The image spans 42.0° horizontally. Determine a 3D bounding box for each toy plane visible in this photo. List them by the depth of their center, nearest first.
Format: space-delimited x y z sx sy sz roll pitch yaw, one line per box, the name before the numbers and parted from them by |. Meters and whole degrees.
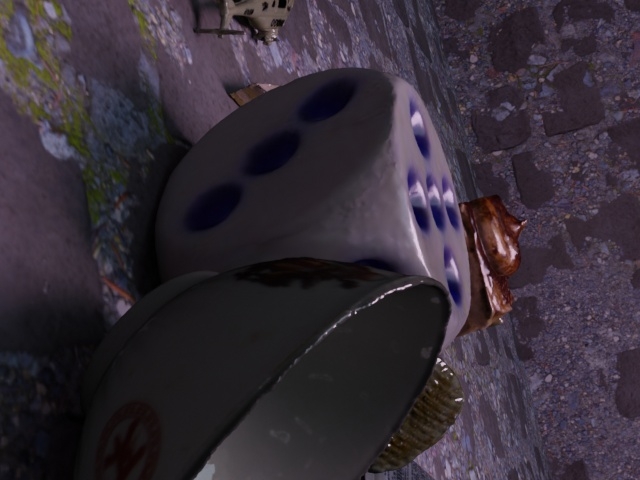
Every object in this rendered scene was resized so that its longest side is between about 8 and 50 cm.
toy plane | -0.088 -0.312 1.117 0.286 0.092 0.108 -52 149 -70

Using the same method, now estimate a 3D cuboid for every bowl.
bowl | -0.069 0.125 0.609 0.157 0.337 0.337 37 4 25

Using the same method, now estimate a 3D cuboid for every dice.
dice | 0.000 0.000 0.829 0.243 0.259 0.251 58 25 -36

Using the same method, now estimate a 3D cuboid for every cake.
cake | -0.076 -0.187 1.087 0.121 0.052 0.065 31 51 -62
cake | 0.184 0.054 1.260 0.196 0.293 0.198 -1 72 -70

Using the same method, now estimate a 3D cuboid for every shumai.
shumai | 0.091 0.199 1.105 0.142 0.184 0.184 38 -22 58

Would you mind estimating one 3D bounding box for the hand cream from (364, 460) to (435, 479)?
hand cream | 0.144 0.392 1.250 0.340 0.078 0.124 45 33 -41
